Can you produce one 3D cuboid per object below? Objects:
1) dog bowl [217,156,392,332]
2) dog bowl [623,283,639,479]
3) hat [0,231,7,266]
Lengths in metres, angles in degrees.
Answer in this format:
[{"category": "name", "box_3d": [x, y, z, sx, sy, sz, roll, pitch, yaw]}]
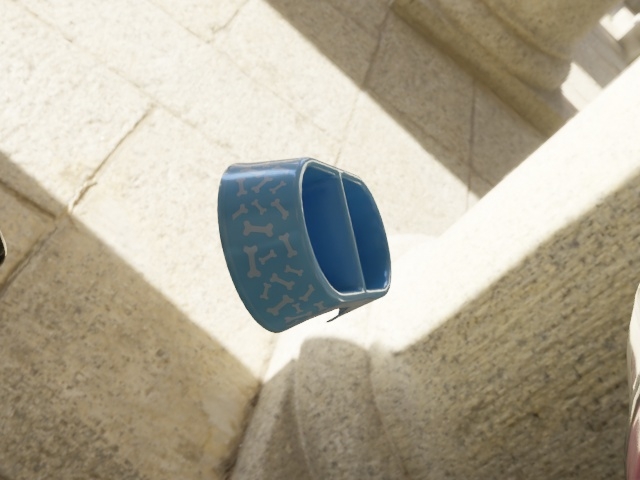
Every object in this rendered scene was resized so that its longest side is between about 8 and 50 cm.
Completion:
[{"category": "dog bowl", "box_3d": [0.000, 0.000, 0.729, 0.297, 0.074, 0.166, 6, 71, -69]}, {"category": "dog bowl", "box_3d": [0.325, 0.126, 0.303, 0.408, 0.408, 0.150, 48, 44, 6]}, {"category": "hat", "box_3d": [-0.363, 0.006, 0.623, 0.331, 0.331, 0.134, 47, 43, 4]}]
